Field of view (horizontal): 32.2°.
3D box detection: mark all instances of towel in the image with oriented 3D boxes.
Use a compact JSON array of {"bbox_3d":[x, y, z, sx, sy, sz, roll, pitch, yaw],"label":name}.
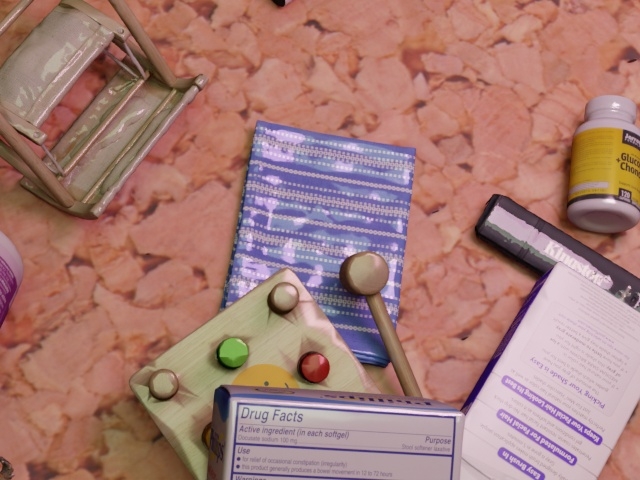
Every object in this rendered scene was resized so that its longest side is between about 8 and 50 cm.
[{"bbox_3d":[0.000,0.000,1.539,0.243,0.040,0.336,10,69,-4],"label":"towel"}]

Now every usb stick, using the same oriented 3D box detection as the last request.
[{"bbox_3d":[0.346,0.030,1.564,0.278,0.045,0.077,32,69,5],"label":"usb stick"}]

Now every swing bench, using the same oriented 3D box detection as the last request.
[{"bbox_3d":[-0.335,-0.202,1.493,0.255,0.165,0.253,47,66,-27],"label":"swing bench"}]

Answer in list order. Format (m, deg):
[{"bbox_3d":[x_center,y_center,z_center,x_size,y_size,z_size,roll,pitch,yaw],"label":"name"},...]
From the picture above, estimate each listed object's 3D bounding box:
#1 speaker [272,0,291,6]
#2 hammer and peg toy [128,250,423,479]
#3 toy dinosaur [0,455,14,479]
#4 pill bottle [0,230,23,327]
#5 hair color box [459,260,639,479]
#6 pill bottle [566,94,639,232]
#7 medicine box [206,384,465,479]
[{"bbox_3d":[-0.023,-0.411,1.678,0.136,0.055,0.055,-39,79,-18],"label":"speaker"},{"bbox_3d":[-0.021,0.177,1.395,0.361,0.127,0.266,-34,86,-12],"label":"hammer and peg toy"},{"bbox_3d":[-0.412,0.358,1.322,0.295,0.127,0.200,37,78,-6],"label":"toy dinosaur"},{"bbox_3d":[-0.484,0.120,1.327,0.169,0.169,0.301,15,50,-1],"label":"pill bottle"},{"bbox_3d":[0.297,0.220,1.457,0.185,0.110,0.339,33,68,5],"label":"hair color box"},{"bbox_3d":[0.411,-0.111,1.592,0.103,0.103,0.184,10,70,-3],"label":"pill bottle"},{"bbox_3d":[0.006,0.317,1.242,0.263,0.149,0.289,6,85,-12],"label":"medicine box"}]
